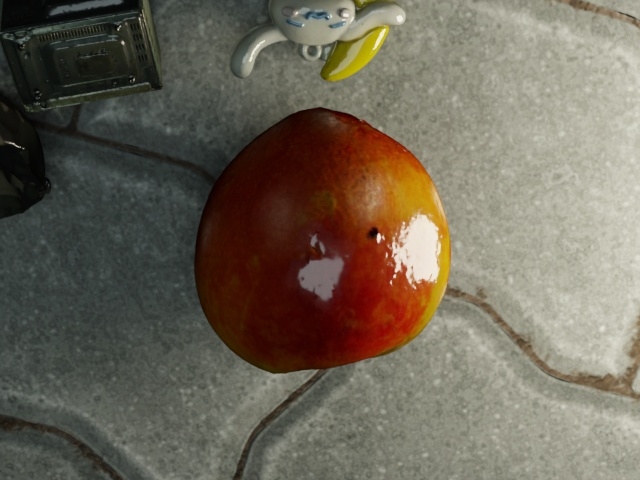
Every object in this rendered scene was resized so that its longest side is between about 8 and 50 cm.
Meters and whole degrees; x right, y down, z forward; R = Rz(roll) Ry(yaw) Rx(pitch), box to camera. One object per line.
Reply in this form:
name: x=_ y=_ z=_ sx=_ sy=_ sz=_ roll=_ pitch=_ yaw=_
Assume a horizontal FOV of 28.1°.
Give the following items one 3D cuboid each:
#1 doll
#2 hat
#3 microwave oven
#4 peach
doll: x=0.002 y=-0.343 z=1.846 sx=0.252 sy=0.111 sz=0.237 roll=2 pitch=110 yaw=-14
hat: x=-0.556 y=-0.214 z=1.823 sx=0.257 sy=0.366 sz=0.382 roll=-16 pitch=84 yaw=-34
microwave oven: x=-0.338 y=-0.280 z=1.812 sx=0.205 sy=0.129 sz=0.163 roll=-11 pitch=136 yaw=0
peach: x=0.000 y=0.000 z=1.840 sx=0.388 sy=0.388 sz=0.388 roll=-1 pitch=108 yaw=-3
